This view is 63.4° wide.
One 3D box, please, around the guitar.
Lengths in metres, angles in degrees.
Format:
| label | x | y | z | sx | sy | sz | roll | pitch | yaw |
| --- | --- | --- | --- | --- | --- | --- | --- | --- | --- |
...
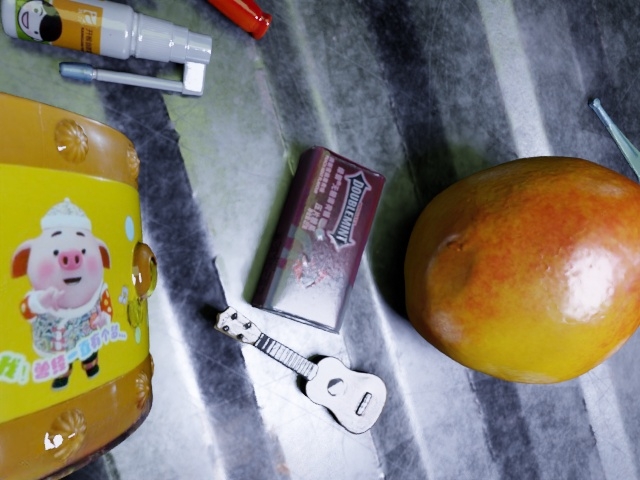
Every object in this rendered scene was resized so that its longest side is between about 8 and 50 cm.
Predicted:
| label | x | y | z | sx | sy | sz | roll | pitch | yaw |
| --- | --- | --- | --- | --- | --- | --- | --- | --- | --- |
| guitar | -0.027 | 0.164 | 0.677 | 0.271 | 0.038 | 0.084 | 36 | 74 | -20 |

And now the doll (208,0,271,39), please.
| label | x | y | z | sx | sy | sz | roll | pitch | yaw |
| --- | --- | --- | --- | --- | --- | --- | --- | --- | --- |
| doll | -0.209 | -0.401 | 0.607 | 0.383 | 0.099 | 0.189 | 27 | 76 | -26 |

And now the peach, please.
| label | x | y | z | sx | sy | sz | roll | pitch | yaw |
| --- | --- | --- | --- | --- | --- | --- | --- | --- | --- |
| peach | 0.266 | 0.030 | 0.666 | 0.288 | 0.308 | 0.289 | 10 | 66 | -23 |

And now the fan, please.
| label | x | y | z | sx | sy | sz | roll | pitch | yaw |
| --- | --- | --- | --- | --- | --- | --- | --- | --- | --- |
| fan | 0.549 | -0.184 | 0.947 | 0.193 | 0.016 | 0.038 | 44 | 75 | -15 |

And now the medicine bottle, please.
| label | x | y | z | sx | sy | sz | roll | pitch | yaw |
| --- | --- | --- | --- | --- | --- | --- | --- | --- | --- |
| medicine bottle | -0.241 | -0.229 | 0.603 | 0.220 | 0.061 | 0.092 | 4 | 110 | -22 |

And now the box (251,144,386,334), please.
| label | x | y | z | sx | sy | sz | roll | pitch | yaw |
| --- | --- | --- | --- | --- | --- | --- | --- | --- | --- |
| box | 0.000 | 0.000 | 0.683 | 0.120 | 0.069 | 0.224 | 23 | 77 | -20 |

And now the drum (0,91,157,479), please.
| label | x | y | z | sx | sy | sz | roll | pitch | yaw |
| --- | --- | --- | --- | --- | --- | --- | --- | --- | --- |
| drum | -0.336 | 0.038 | 0.356 | 0.430 | 0.431 | 0.214 | -2 | 89 | -23 |
